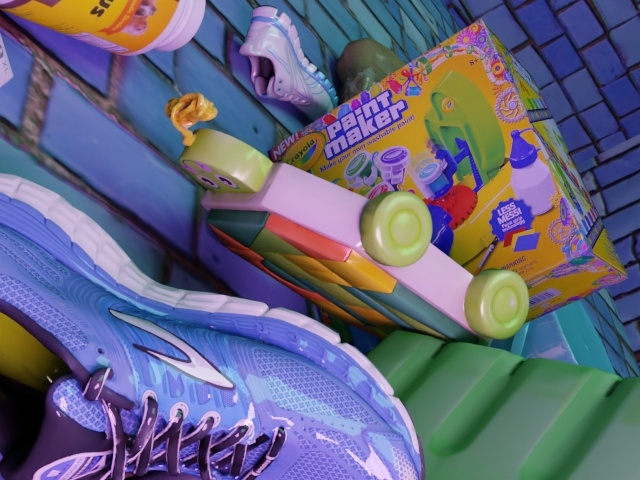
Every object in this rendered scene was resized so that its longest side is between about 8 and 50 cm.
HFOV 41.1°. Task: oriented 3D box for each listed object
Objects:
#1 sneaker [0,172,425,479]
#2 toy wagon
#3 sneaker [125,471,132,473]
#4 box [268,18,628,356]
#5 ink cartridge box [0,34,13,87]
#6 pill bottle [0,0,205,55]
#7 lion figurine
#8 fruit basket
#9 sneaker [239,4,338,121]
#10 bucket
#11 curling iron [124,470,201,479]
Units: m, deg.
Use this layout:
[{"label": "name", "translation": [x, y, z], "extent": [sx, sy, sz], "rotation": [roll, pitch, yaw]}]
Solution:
[{"label": "sneaker", "translation": [-0.097, 0.094, 0.462], "extent": [0.330, 0.130, 0.147], "rotation": [26, 29, -6]}, {"label": "toy wagon", "translation": [0.000, 0.000, 0.726], "extent": [0.344, 0.267, 0.068], "rotation": [34, 74, -30]}, {"label": "sneaker", "translation": [-0.102, 0.116, 0.605], "extent": [0.161, 0.057, 0.075], "rotation": [6, 64, -59]}, {"label": "box", "translation": [0.136, -0.033, 0.964], "extent": [0.177, 0.290, 0.279], "rotation": [20, 46, -56]}, {"label": "ink cartridge box", "translation": [-0.249, -0.131, 0.519], "extent": [0.209, 0.062, 0.109], "rotation": [-75, 160, -58]}, {"label": "pill bottle", "translation": [-0.193, -0.228, 0.722], "extent": [0.215, 0.117, 0.117], "rotation": [8, 57, -62]}, {"label": "lion figurine", "translation": [0.088, -0.217, 1.299], "extent": [0.240, 0.142, 0.392], "rotation": [37, 17, -31]}, {"label": "fruit basket", "translation": [0.107, 0.280, 0.597], "extent": [0.283, 0.392, 0.392], "rotation": [48, 27, -28]}, {"label": "sneaker", "translation": [-0.046, -0.199, 1.079], "extent": [0.191, 0.071, 0.083], "rotation": [49, 58, -42]}, {"label": "bucket", "translation": [0.280, 0.178, 1.159], "extent": [0.281, 0.183, 0.281], "rotation": [47, 26, -31]}, {"label": "curling iron", "translation": [-0.150, 0.142, 0.449], "extent": [0.274, 0.035, 0.068], "rotation": [3, 59, -50]}]
